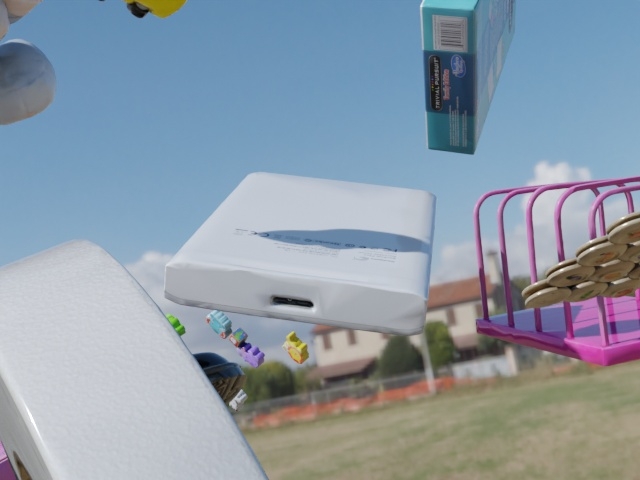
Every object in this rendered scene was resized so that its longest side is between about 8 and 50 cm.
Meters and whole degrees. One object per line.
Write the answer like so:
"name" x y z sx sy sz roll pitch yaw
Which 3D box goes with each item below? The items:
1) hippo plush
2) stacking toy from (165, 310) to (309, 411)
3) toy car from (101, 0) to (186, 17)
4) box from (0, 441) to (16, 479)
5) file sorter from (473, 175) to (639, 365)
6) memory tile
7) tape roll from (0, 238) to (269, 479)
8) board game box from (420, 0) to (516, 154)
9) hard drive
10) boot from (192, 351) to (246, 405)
"hippo plush" -0.466 -0.227 1.234 0.294 0.234 0.236 -11 -51 -1
"stacking toy" -0.150 0.171 1.691 0.167 0.221 0.052 -37 -15 -33
"toy car" -0.247 -0.260 0.827 0.225 0.053 0.239 -19 -32 3
"box" -0.296 0.267 0.870 0.243 0.213 0.117 -6 13 35
"file sorter" 0.324 0.020 1.117 0.202 0.182 0.291 -8 4 -16
"memory tile" 0.227 0.015 0.717 0.113 0.012 0.148 -2 -25 -24
"tape roll" -0.083 0.189 0.499 0.072 0.392 0.392 -23 -3 -23
"board game box" 0.234 -0.337 1.487 0.079 0.336 0.254 9 -43 17
"hard drive" 0.000 0.000 1.006 0.233 0.047 0.353 7 18 6
"boot" -0.292 0.143 1.327 0.348 0.260 0.131 -7 -34 -39
